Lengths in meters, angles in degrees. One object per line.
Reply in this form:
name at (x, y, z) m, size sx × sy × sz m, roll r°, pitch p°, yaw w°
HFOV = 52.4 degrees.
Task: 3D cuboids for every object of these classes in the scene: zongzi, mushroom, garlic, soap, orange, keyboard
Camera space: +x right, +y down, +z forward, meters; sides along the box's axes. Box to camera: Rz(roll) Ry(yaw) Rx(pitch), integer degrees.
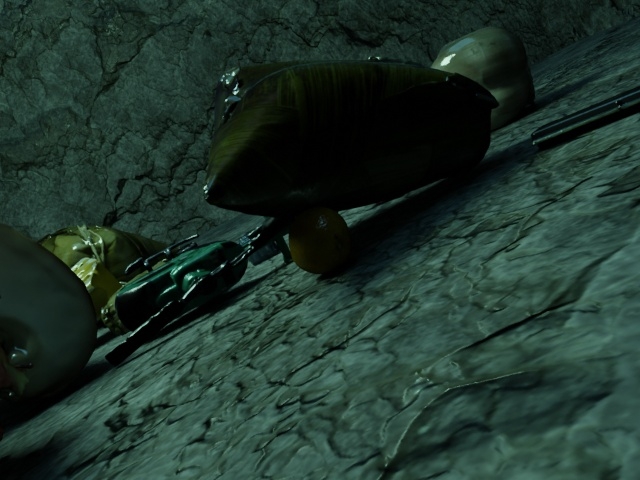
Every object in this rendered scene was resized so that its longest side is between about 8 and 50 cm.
zongzi at (-0.423, 0.029, 1.515) m, size 0.467 × 0.218 × 0.500 m, roll -24°, pitch 7°, yaw -40°
mushroom at (-0.505, 0.100, 0.948) m, size 0.397 × 0.313 × 0.224 m, roll -23°, pitch 48°, yaw 59°
garlic at (0.324, -0.326, 1.363) m, size 0.292 × 0.210 × 0.237 m, roll -19°, pitch 13°, yaw -10°
soap at (-0.454, 0.133, 1.129) m, size 0.140 × 0.073 × 0.232 m, roll 8°, pitch 49°, yaw 49°
zongzi at (-0.318, 0.118, 1.071) m, size 0.176 × 0.078 × 0.160 m, roll -34°, pitch 3°, yaw 36°
orange at (0.000, 0.000, 0.754) m, size 0.085 × 0.085 × 0.085 m, roll -26°, pitch 8°, yaw 4°
keyboard at (0.380, -0.173, 0.818) m, size 0.230 × 0.025 × 0.093 m, roll -21°, pitch 8°, yaw 35°
zongzi at (0.057, -0.116, 0.815) m, size 0.403 × 0.208 × 0.432 m, roll -2°, pitch 20°, yaw -3°

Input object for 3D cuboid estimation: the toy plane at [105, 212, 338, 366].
toy plane at (-0.150, 0.040, 0.944) m, size 0.381 × 0.106 × 0.155 m, roll -29°, pitch 14°, yaw -19°

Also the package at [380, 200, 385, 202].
package at (0.107, -0.080, 1.101) m, size 0.083 × 0.029 × 0.059 m, roll -10°, pitch 9°, yaw 31°

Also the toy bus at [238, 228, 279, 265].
toy bus at (-0.116, 0.008, 1.198) m, size 0.065 × 0.047 × 0.166 m, roll -32°, pitch 9°, yaw -7°

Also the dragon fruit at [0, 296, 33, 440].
dragon fruit at (-0.426, 0.162, 0.544) m, size 0.386 × 0.249 × 0.371 m, roll -30°, pitch -8°, yaw -39°
